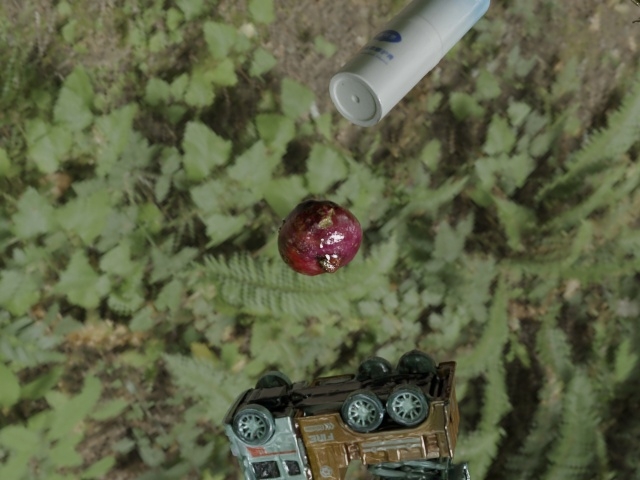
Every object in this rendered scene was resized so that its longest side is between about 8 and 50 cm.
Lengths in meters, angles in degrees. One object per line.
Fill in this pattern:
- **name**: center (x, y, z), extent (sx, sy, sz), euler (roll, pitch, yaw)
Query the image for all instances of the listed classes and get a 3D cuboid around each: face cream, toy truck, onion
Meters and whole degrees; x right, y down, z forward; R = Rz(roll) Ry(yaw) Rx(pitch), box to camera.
- **face cream**: center (0.110, -0.236, 1.264), extent (0.250, 0.077, 0.077), euler (-47, 155, -33)
- **toy truck**: center (0.022, 0.157, 0.813), extent (0.177, 0.115, 0.080), euler (-8, -165, 14)
- **onion**: center (0.000, 0.000, 1.284), extent (0.107, 0.097, 0.107), euler (-8, 142, -6)

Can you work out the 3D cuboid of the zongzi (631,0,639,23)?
- **zongzi**: center (0.349, -0.350, 1.084), extent (0.184, 0.084, 0.187), euler (-45, 109, -4)
